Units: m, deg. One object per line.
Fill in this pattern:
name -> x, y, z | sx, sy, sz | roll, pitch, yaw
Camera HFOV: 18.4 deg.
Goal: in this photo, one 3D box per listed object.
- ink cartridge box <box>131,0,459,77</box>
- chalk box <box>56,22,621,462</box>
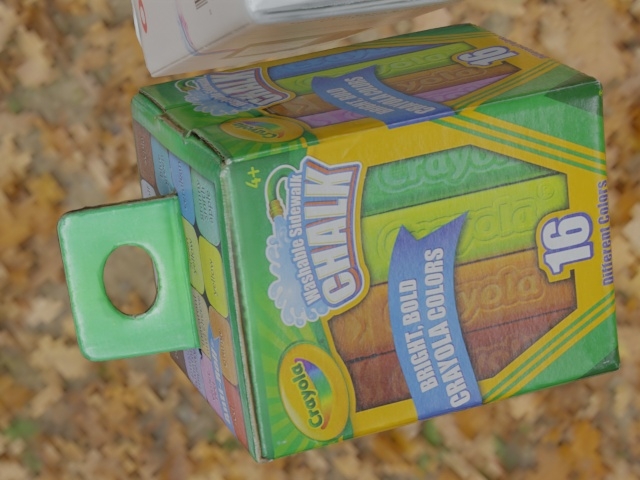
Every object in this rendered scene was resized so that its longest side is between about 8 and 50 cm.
ink cartridge box -> -0.025, -0.211, 0.996 | 0.306, 0.131, 0.226 | -174, 74, -77
chalk box -> 0.000, 0.000, 0.831 | 0.132, 0.213, 0.132 | -141, 41, -63
